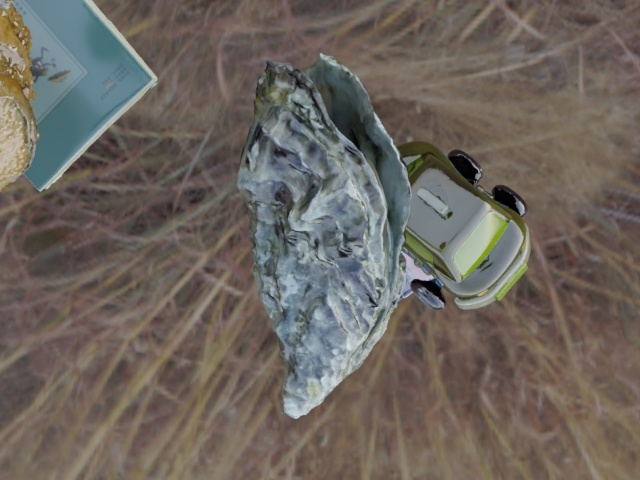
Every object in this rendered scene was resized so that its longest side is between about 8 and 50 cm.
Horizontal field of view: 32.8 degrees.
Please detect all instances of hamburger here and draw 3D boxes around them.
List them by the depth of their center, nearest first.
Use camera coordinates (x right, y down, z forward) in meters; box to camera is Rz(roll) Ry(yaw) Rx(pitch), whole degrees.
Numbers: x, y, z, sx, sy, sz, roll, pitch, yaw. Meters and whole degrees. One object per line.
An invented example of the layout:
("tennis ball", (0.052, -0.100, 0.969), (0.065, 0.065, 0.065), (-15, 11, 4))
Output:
("hamburger", (-0.408, -0.162, 1.143), (0.260, 0.211, 0.245), (-44, 146, 26))

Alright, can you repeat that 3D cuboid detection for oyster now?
("oyster", (-0.001, 0.003, 1.018), (0.158, 0.162, 0.350), (-1, 109, -12))

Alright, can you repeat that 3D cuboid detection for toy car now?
("toy car", (0.161, -0.034, 1.481), (0.204, 0.248, 0.198), (-49, 159, -2))

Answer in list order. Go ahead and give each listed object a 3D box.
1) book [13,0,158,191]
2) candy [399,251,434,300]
("book", (-0.436, -0.287, 1.529), (0.264, 0.031, 0.379), (-38, 95, 23))
("candy", (0.134, 0.015, 1.879), (0.073, 0.092, 0.160), (-34, 81, 44))
